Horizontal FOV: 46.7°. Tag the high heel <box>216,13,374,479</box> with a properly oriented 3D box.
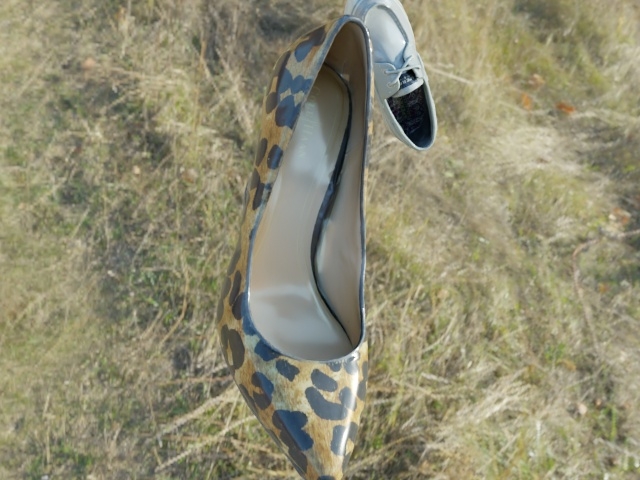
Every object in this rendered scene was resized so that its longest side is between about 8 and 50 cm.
[{"bbox_3d":[0.000,0.000,0.447,0.093,0.186,0.261,4,52,-21],"label":"high heel"}]

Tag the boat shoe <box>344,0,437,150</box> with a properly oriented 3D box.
[{"bbox_3d":[0.098,-0.204,0.907,0.079,0.227,0.081,-30,43,-2],"label":"boat shoe"}]
